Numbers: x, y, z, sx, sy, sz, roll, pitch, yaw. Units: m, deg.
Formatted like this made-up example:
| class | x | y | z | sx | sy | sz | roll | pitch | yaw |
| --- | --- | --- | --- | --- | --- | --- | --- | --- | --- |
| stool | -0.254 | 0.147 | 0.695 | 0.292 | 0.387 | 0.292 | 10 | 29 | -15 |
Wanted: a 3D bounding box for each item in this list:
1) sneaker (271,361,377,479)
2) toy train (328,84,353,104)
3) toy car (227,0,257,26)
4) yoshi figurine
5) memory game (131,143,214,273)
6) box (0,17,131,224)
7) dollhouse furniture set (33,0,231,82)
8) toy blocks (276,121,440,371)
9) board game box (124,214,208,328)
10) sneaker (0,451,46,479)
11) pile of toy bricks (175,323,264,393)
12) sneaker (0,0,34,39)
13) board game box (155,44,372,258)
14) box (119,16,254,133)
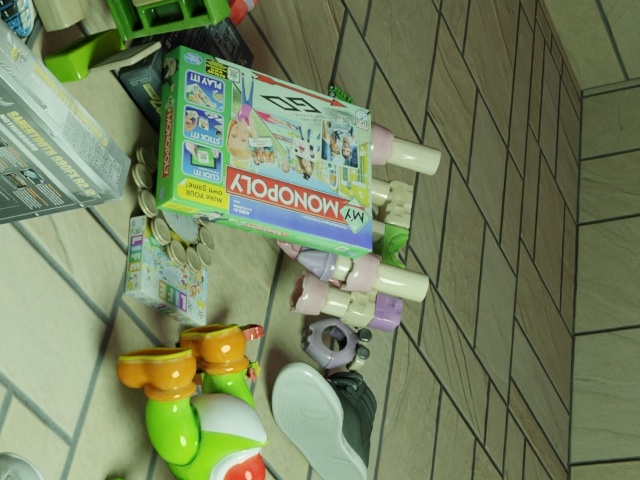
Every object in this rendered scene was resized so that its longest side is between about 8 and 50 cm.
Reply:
| class | x | y | z | sx | sy | sz | roll | pitch | yaw |
| --- | --- | --- | --- | --- | --- | --- | --- | --- | --- |
| sneaker | 0.007 | 0.240 | 1.981 | 0.296 | 0.104 | 0.147 | 64 | 27 | -44 |
| toy train | 0.036 | -0.254 | 2.327 | 0.083 | 0.017 | 0.023 | 29 | 65 | -59 |
| toy car | -0.111 | -0.467 | 1.977 | 0.239 | 0.053 | 0.225 | -70 | 159 | -48 |
| yoshi figurine | -0.143 | 0.292 | 1.574 | 0.203 | 0.203 | 0.362 | -79 | 155 | -84 |
| memory game | -0.192 | -0.042 | 1.711 | 0.186 | 0.012 | 0.186 | 54 | 22 | -33 |
| box | -0.327 | -0.110 | 1.290 | 0.231 | 0.183 | 0.056 | 50 | 37 | -46 |
| dollhouse furniture set | -0.263 | -0.361 | 1.521 | 0.197 | 0.151 | 0.301 | -43 | 120 | -49 |
| toy blocks | 0.000 | 0.000 | 1.975 | 0.309 | 0.260 | 0.288 | 125 | -23 | -57 |
| board game box | -0.198 | 0.043 | 1.696 | 0.154 | 0.026 | 0.103 | 37 | 48 | -56 |
| sneaker | -0.324 | 0.329 | 1.221 | 0.115 | 0.105 | 0.281 | 45 | 42 | -51 |
| pile of toy bricks | -0.127 | 0.175 | 1.702 | 0.212 | 0.105 | 0.118 | -23 | 102 | -65 |
| sneaker | -0.363 | -0.314 | 1.433 | 0.083 | 0.071 | 0.190 | -71 | 143 | -56 |
| board game box | -0.067 | -0.111 | 1.726 | 0.317 | 0.046 | 0.213 | 14 | 65 | -35 |
| box | -0.179 | -0.241 | 1.802 | 0.183 | 0.059 | 0.232 | 55 | 35 | -38 |
